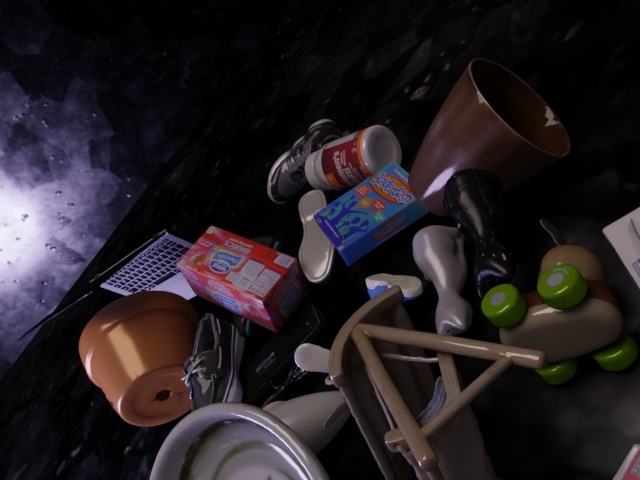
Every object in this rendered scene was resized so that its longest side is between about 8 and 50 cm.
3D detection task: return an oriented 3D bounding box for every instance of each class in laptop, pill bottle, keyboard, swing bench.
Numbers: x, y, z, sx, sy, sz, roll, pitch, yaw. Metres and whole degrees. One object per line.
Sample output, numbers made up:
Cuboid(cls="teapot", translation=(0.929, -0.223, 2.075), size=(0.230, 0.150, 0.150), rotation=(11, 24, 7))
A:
Cuboid(cls="laptop", translation=(-0.469, 0.155, 1.548), size=(0.382, 0.408, 0.236), rotation=(-27, 49, 37))
Cuboid(cls="pill bottle", translation=(0.070, -0.182, 1.394), size=(0.221, 0.121, 0.121), rotation=(-11, 49, 49))
Cuboid(cls="keyboard", translation=(-0.098, 0.277, 1.236), size=(0.317, 0.033, 0.201), rotation=(-49, 23, 9))
Cuboid(cls="swing bench", translation=(0.138, 0.224, 0.701), size=(0.165, 0.253, 0.254), rotation=(-35, 26, -19))

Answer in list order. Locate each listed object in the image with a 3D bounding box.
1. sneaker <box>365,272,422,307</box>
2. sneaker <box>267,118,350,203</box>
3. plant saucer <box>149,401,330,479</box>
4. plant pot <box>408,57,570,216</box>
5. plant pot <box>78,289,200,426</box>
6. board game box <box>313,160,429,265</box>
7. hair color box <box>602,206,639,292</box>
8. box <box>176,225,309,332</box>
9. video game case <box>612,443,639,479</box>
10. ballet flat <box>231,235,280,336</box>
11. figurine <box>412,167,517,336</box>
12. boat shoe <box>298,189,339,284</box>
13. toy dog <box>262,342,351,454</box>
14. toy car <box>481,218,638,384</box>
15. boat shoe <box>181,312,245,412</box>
Cuboid(cls="sneaker", translation=(0.132, 0.107, 1.043), size=(0.058, 0.084, 0.152), rotation=(-16, 9, -25))
Cuboid(cls="sneaker", translation=(-0.030, -0.200, 1.569), size=(0.268, 0.101, 0.153), rotation=(-51, 27, -1))
Cuboid(cls="plant saucer", translation=(-0.096, 0.438, 0.897), size=(0.400, 0.100, 0.400), rotation=(-3, 85, 37))
Cuboid(cls="plant pot", translation=(0.264, -0.152, 1.043), size=(0.230, 0.215, 0.215), rotation=(-48, 26, 39))
Cuboid(cls="plant pot", translation=(-0.396, 0.291, 1.416), size=(0.291, 0.291, 0.203), rotation=(-47, 46, 9))
Cuboid(cls="board game box", translation=(0.105, -0.059, 1.223), size=(0.210, 0.047, 0.160), rotation=(-34, 36, -2))
Cuboid(cls="hair color box", translation=(0.505, -0.018, 0.632), size=(0.339, 0.110, 0.185), rotation=(-35, 35, 25))
Cuboid(cls="box", translation=(-0.171, 0.082, 1.329), size=(0.257, 0.122, 0.128), rotation=(19, 56, 30))
Cuboid(cls="video game case", translation=(0.359, 0.341, 0.537), size=(0.204, 0.025, 0.285), rotation=(-55, 30, -5))
Cuboid(cls="ballet flat", translation=(-0.177, 0.105, 1.456), size=(0.095, 0.096, 0.280), rotation=(94, -170, -50))
Cuboid(cls="figurine", translation=(0.222, 0.034, 0.939), size=(0.215, 0.092, 0.209), rotation=(114, 161, -45))
Cuboid(cls="boat shoe", translation=(0.000, 0.000, 1.338), size=(0.095, 0.079, 0.254), rotation=(-25, 46, 14))
Cuboid(cls="toy dog", translation=(-0.021, 0.266, 1.007), size=(0.334, 0.161, 0.220), rotation=(-56, 30, -5))
Cuboid(cls="toy car", translation=(0.310, 0.060, 0.788), size=(0.149, 0.155, 0.188), rotation=(-26, 29, 37))
Cuboid(cls="boat shoe", translation=(-0.242, 0.289, 1.290), size=(0.121, 0.119, 0.335), rotation=(-43, 25, 19))
